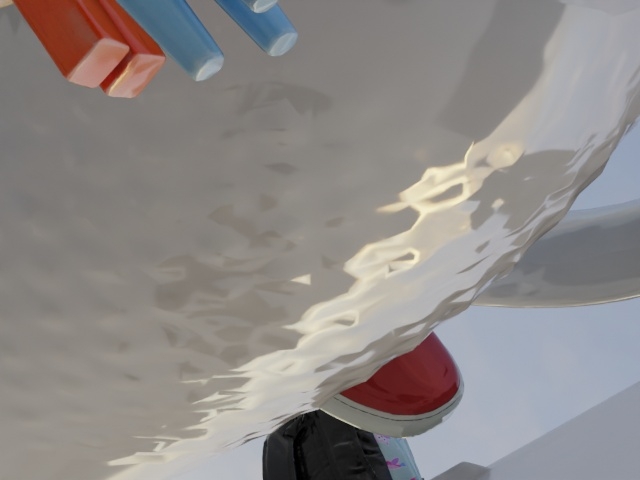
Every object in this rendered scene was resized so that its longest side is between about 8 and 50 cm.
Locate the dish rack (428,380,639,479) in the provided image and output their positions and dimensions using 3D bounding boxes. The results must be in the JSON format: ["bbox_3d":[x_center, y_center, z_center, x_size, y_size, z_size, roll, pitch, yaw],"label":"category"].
[{"bbox_3d":[0.185,0.143,1.057,0.072,0.333,0.285,59,2,-8],"label":"dish rack"}]

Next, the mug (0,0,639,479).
[{"bbox_3d":[0.009,-0.067,0.637,0.328,0.374,0.276,-35,-140,50],"label":"mug"}]

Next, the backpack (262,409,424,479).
[{"bbox_3d":[0.025,0.223,1.532,0.115,0.152,0.182,40,23,-53],"label":"backpack"}]

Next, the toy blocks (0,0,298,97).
[{"bbox_3d":[-0.057,-0.073,0.364,0.148,0.054,0.123,51,-18,20],"label":"toy blocks"}]

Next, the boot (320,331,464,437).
[{"bbox_3d":[0.000,0.000,1.108,0.244,0.088,0.176,43,-31,30],"label":"boot"}]
